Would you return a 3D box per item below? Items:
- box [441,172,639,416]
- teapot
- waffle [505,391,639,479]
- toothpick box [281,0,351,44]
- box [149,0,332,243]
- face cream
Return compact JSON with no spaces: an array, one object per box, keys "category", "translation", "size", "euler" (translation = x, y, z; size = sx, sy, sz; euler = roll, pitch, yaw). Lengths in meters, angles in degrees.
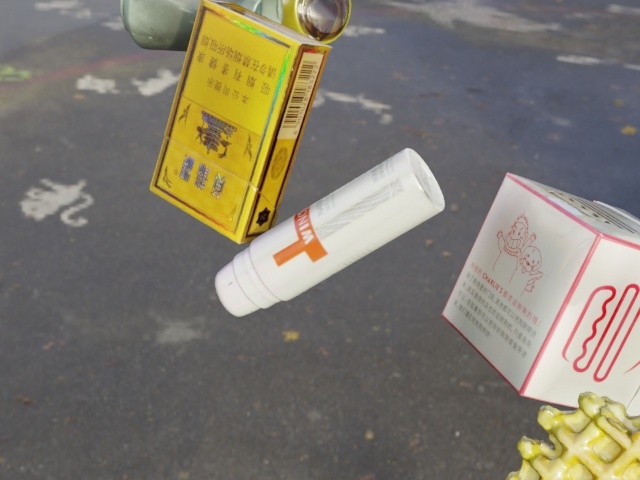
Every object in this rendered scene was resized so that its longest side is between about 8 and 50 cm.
[{"category":"box","translation":[0.444,0.098,1.694],"size":[0.300,0.312,0.314],"euler":[15,16,-26]},{"category":"teapot","translation":[-0.184,-0.378,1.553],"size":[0.225,0.203,0.171],"euler":[20,36,13]},{"category":"waffle","translation":[0.350,0.319,1.069],"size":[0.311,0.307,0.060],"euler":[8,1,30]},{"category":"toothpick box","translation":[-0.064,-0.472,1.954],"size":[0.175,0.175,0.271],"euler":[-12,22,-35]},{"category":"box","translation":[-0.120,-0.171,1.413],"size":[0.193,0.302,0.084],"euler":[30,22,30]},{"category":"face cream","translation":[0.000,0.000,1.344],"size":[0.345,0.102,0.102],"euler":[-31,17,19]}]
